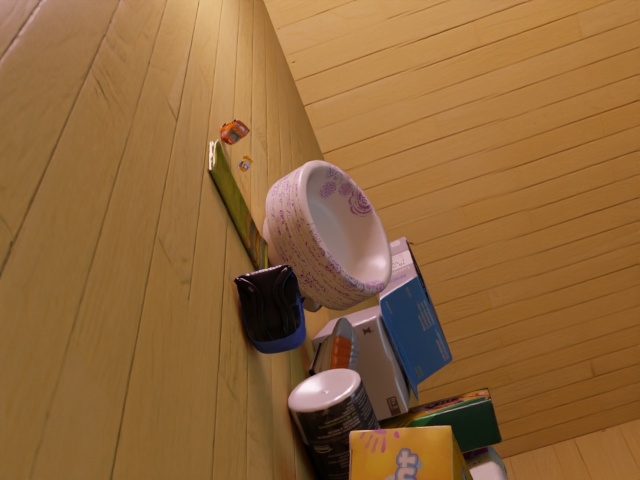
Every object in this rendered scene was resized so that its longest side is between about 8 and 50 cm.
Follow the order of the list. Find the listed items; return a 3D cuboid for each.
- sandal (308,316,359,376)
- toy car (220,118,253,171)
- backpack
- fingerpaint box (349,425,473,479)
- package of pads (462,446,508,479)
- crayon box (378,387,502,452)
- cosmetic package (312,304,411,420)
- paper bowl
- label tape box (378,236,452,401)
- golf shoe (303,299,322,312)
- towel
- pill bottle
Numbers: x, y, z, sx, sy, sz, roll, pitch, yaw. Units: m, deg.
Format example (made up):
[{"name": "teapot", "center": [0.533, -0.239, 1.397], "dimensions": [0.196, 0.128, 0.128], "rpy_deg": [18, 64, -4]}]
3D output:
[{"name": "sandal", "center": [0.011, 0.267, 1.887], "dimensions": [0.102, 0.076, 0.265], "rpy_deg": [51, 41, -48]}, {"name": "toy car", "center": [-0.145, -0.170, 1.825], "dimensions": [0.122, 0.060, 0.040], "rpy_deg": [57, 47, -42]}, {"name": "backpack", "center": [-0.067, 0.113, 1.512], "dimensions": [0.101, 0.098, 0.120], "rpy_deg": [68, 6, -58]}, {"name": "fingerpaint box", "center": [0.154, 0.549, 1.434], "dimensions": [0.371, 0.163, 0.445], "rpy_deg": [63, 25, -50]}, {"name": "package of pads", "center": [0.258, 0.559, 2.088], "dimensions": [0.101, 0.296, 0.229], "rpy_deg": [63, 8, -8]}, {"name": "crayon box", "center": [0.247, 0.433, 2.265], "dimensions": [0.363, 0.313, 0.106], "rpy_deg": [30, 45, -80]}, {"name": "cosmetic package", "center": [0.102, 0.273, 2.218], "dimensions": [0.385, 0.156, 0.217], "rpy_deg": [2, 70, -82]}, {"name": "paper bowl", "center": [0.000, 0.000, 1.905], "dimensions": [0.284, 0.148, 0.284], "rpy_deg": [37, 38, -35]}, {"name": "label tape box", "center": [0.209, 0.172, 2.257], "dimensions": [0.333, 0.106, 0.240], "rpy_deg": [-97, 164, -67]}, {"name": "golf shoe", "center": [-0.048, 0.059, 2.001], "dimensions": [0.086, 0.067, 0.186], "rpy_deg": [11, 56, -54]}, {"name": "towel", "center": [-0.138, -0.053, 1.700], "dimensions": [0.102, 0.021, 0.237], "rpy_deg": [-100, 169, -56]}, {"name": "pill bottle", "center": [0.045, 0.348, 1.648], "dimensions": [0.130, 0.130, 0.245], "rpy_deg": [-88, 159, -71]}]
